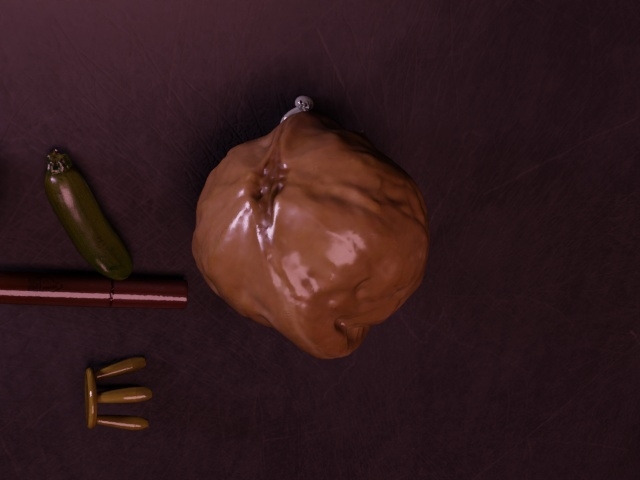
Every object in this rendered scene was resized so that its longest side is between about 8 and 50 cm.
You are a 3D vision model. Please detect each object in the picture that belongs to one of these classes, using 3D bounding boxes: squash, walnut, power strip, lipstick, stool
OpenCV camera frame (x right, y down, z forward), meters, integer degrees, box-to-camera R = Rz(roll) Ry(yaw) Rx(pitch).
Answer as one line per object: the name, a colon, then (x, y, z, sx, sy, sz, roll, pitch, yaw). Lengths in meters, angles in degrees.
squash: (-0.366, -0.025, 1.138, 0.069, 0.069, 0.258, -23, 129, -3)
walnut: (-0.012, -0.005, 1.123, 0.384, 0.383, 0.383, -10, 127, -13)
power strip: (-0.033, -0.190, 1.159, 0.055, 0.035, 0.083, 7, 124, -24)
lipstick: (-0.402, 0.084, 1.213, 0.357, 0.057, 0.057, 5, 123, -23)
stool: (-0.375, 0.286, 1.338, 0.110, 0.134, 0.135, -2, 80, -21)
